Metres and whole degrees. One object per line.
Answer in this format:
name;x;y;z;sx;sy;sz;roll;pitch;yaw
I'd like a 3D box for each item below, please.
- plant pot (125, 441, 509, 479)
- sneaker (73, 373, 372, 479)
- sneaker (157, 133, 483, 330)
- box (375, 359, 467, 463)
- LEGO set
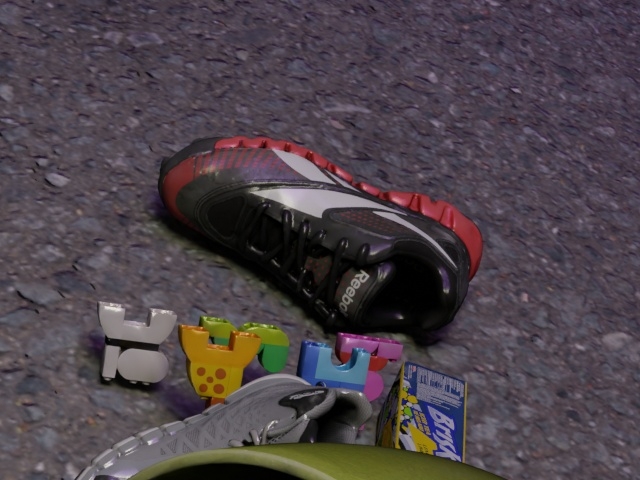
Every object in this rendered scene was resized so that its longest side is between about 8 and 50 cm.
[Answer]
plant pot;0.035;0.229;1.072;0.275;0.275;0.293;39;23;21
sneaker;-0.059;0.147;1.169;0.228;0.132;0.086;-33;103;-34
sneaker;0.000;0.000;1.469;0.276;0.098;0.135;19;32;-9
box;0.070;0.166;1.321;0.054;0.059;0.169;18;35;-6
LEGO set;-0.051;0.110;1.318;0.227;0.093;0.087;9;6;-13
